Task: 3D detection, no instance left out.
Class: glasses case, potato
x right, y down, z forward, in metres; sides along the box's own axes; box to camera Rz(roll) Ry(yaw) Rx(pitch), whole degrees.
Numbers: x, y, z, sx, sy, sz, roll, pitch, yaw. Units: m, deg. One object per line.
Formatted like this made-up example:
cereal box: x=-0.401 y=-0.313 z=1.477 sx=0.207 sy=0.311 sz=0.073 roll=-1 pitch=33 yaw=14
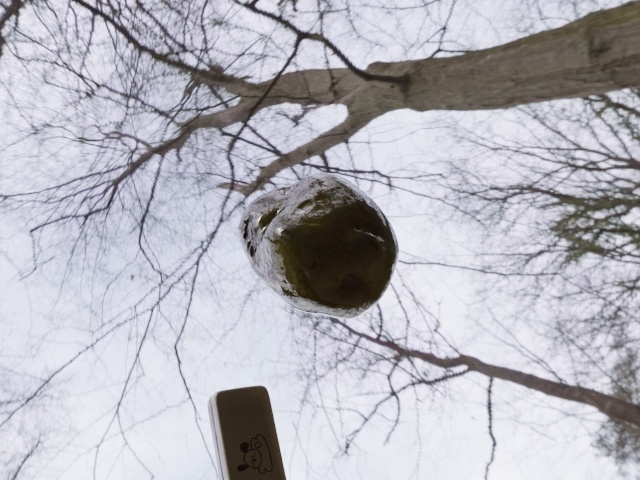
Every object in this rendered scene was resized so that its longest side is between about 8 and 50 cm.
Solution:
glasses case: x=-0.153 y=0.475 z=1.468 sx=0.131 sy=0.070 sz=0.313 roll=-1 pitch=-116 yaw=-28
potato: x=0.000 y=0.005 z=0.741 sx=0.154 sy=0.200 sz=0.137 roll=-32 pitch=-63 yaw=-10
